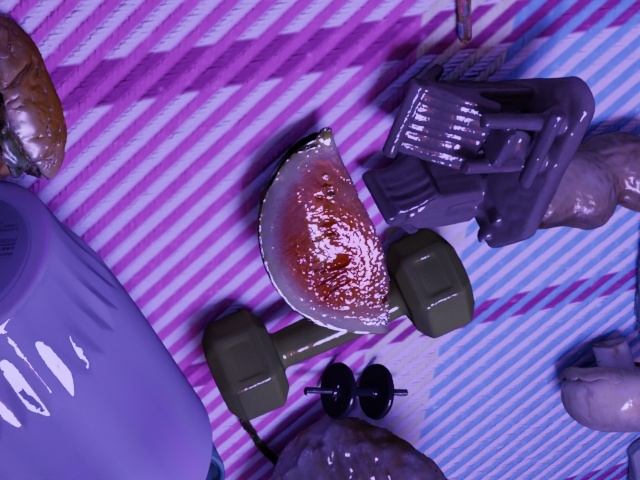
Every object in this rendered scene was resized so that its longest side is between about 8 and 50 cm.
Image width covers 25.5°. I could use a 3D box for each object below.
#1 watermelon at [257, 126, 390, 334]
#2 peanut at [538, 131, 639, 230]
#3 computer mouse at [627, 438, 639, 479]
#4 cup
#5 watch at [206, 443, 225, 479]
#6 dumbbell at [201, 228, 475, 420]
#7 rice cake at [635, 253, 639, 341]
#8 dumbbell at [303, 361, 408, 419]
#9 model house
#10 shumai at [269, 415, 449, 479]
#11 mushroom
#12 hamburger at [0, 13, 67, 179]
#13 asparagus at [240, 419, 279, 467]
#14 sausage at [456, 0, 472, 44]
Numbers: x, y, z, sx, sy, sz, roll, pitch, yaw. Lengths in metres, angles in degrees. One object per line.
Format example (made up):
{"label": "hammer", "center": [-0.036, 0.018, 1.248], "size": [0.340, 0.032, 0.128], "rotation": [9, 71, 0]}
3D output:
{"label": "watermelon", "center": [0.001, 0.002, 1.443], "size": [0.119, 0.063, 0.245], "rotation": [-10, 115, 14]}
{"label": "peanut", "center": [0.301, -0.065, 1.555], "size": [0.228, 0.104, 0.085], "rotation": [-13, 163, -21]}
{"label": "computer mouse", "center": [0.509, 0.343, 2.125], "size": [0.089, 0.056, 0.181], "rotation": [-26, 139, -9]}
{"label": "cup", "center": [-0.271, 0.133, 1.343], "size": [0.253, 0.253, 0.371], "rotation": [-25, 137, -3]}
{"label": "watch", "center": [-0.228, 0.283, 1.658], "size": [0.237, 0.068, 0.195], "rotation": [12, 125, -38]}
{"label": "dumbbell", "center": [0.021, 0.092, 1.561], "size": [0.302, 0.121, 0.108], "rotation": [-25, 169, -4]}
{"label": "rice cake", "center": [0.429, 0.023, 1.745], "size": [0.066, 0.063, 0.336], "rotation": [-15, 140, -2]}
{"label": "dumbbell", "center": [0.044, 0.181, 1.696], "size": [0.147, 0.069, 0.069], "rotation": [5, 130, -33]}
{"label": "model house", "center": [0.144, -0.091, 1.429], "size": [0.188, 0.122, 0.229], "rotation": [0, 135, -25]}
{"label": "shumai", "center": [0.066, 0.347, 1.810], "size": [0.267, 0.262, 0.314], "rotation": [-21, 96, 8]}
{"label": "mushroom", "center": [0.391, 0.189, 1.854], "size": [0.154, 0.122, 0.154], "rotation": [-4, 178, 0]}
{"label": "hamburger", "center": [-0.257, -0.107, 1.215], "size": [0.087, 0.102, 0.176], "rotation": [-26, 141, -20]}
{"label": "asparagus", "center": [-0.069, 0.256, 1.756], "size": [0.016, 0.016, 0.163], "rotation": [-9, 143, 19]}
{"label": "sausage", "center": [0.139, -0.228, 1.364], "size": [0.015, 0.015, 0.100], "rotation": [-19, 139, -10]}
